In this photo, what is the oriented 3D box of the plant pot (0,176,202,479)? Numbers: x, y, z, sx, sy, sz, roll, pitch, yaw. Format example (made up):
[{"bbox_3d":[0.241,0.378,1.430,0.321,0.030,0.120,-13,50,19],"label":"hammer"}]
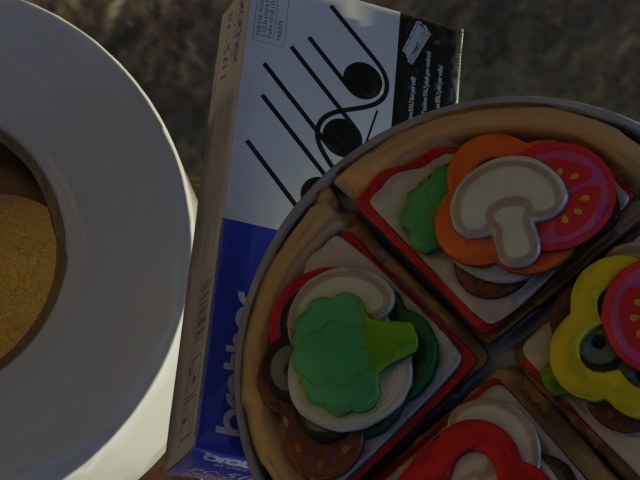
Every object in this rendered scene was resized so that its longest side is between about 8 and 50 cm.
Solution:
[{"bbox_3d":[-0.199,0.069,1.153,0.254,0.237,0.237,5,137,-9],"label":"plant pot"}]

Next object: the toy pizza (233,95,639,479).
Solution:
[{"bbox_3d":[0.063,0.040,0.677,0.201,0.201,0.032,-41,157,1],"label":"toy pizza"}]

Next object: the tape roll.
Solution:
[{"bbox_3d":[-0.174,0.019,0.909,0.246,0.246,0.169,-37,170,-6],"label":"tape roll"}]

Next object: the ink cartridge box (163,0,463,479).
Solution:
[{"bbox_3d":[0.000,0.000,0.772,0.097,0.207,0.046,13,155,-17],"label":"ink cartridge box"}]
